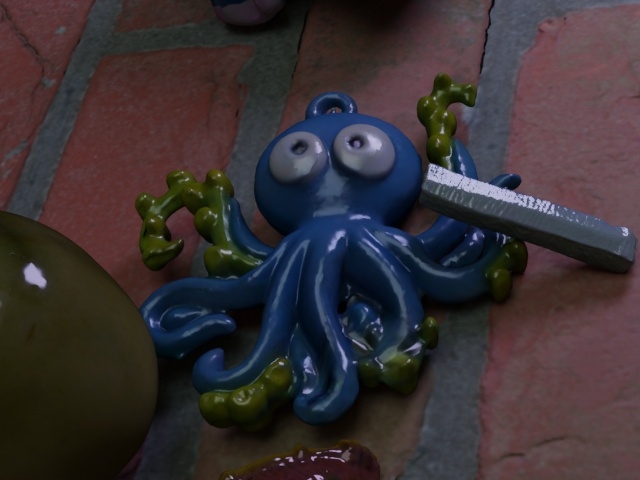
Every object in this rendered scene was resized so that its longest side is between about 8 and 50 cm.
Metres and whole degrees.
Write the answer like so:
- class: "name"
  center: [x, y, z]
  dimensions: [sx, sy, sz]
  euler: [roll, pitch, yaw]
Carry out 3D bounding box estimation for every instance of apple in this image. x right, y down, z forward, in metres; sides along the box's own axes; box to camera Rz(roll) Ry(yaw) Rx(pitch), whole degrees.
- class: "apple"
  center: [-0.261, 0.096, 0.970]
  dimensions: [0.262, 0.262, 0.262]
  euler: [-10, 49, 12]

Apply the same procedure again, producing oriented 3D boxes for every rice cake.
- class: "rice cake"
  center: [0.167, -0.020, 0.997]
  dimensions: [0.180, 0.030, 0.042]
  euler: [18, 56, 2]

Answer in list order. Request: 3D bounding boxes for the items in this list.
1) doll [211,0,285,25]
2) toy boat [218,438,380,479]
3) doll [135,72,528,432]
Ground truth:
- class: "doll"
  center: [0.012, -0.366, 1.258]
  dimensions: [0.310, 0.240, 0.284]
  euler: [-8, 64, 22]
- class: "toy boat"
  center: [-0.069, 0.254, 0.866]
  dimensions: [0.318, 0.099, 0.141]
  euler: [-43, 91, -16]
- class: "doll"
  center: [0.000, 0.000, 1.040]
  dimensions: [0.346, 0.098, 0.341]
  euler: [-9, 50, 9]
